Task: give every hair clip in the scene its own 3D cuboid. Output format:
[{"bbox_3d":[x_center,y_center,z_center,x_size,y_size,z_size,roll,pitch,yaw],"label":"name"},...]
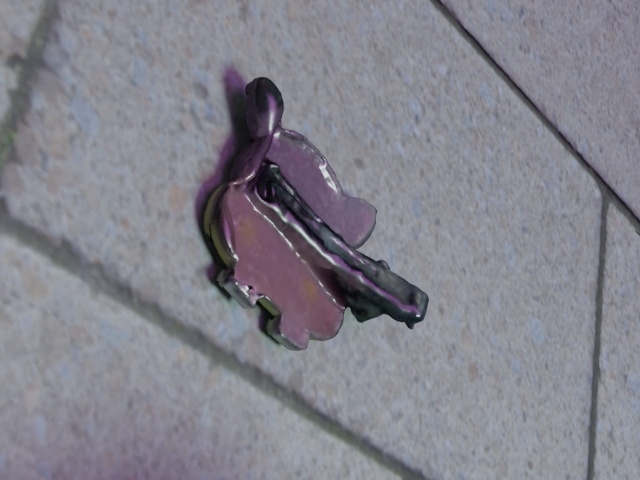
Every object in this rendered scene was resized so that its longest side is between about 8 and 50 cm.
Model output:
[{"bbox_3d":[-0.006,0.002,0.811,0.187,0.056,0.146,39,51,-28],"label":"hair clip"}]
